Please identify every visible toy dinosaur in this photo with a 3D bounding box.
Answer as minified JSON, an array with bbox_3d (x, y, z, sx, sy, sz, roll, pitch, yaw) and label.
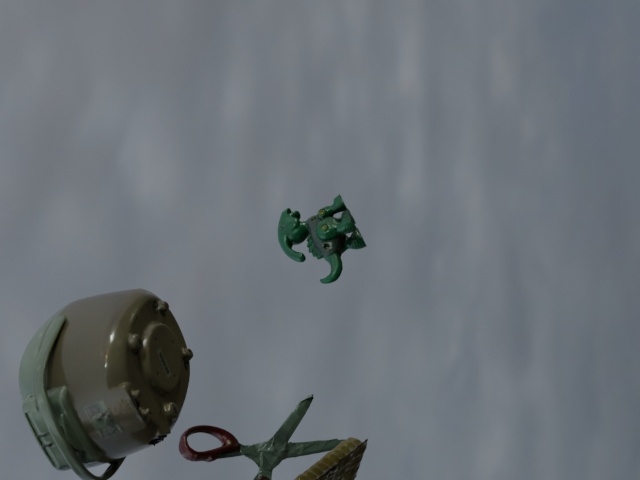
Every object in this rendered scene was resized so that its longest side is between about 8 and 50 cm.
[{"bbox_3d":[0.000,0.000,1.888,0.059,0.096,0.132,57,-171,-49],"label":"toy dinosaur"}]

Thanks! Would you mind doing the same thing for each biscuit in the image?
[{"bbox_3d":[-0.025,0.293,1.540,0.254,0.029,0.172,-19,-51,-69],"label":"biscuit"}]

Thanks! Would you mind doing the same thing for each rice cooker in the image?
[{"bbox_3d":[-0.195,0.126,1.443,0.206,0.127,0.145,-77,-36,-65],"label":"rice cooker"}]

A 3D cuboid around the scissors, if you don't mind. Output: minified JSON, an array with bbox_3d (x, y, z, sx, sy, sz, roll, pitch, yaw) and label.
[{"bbox_3d":[-0.055,0.252,1.887,0.247,0.144,0.017,-22,-23,-52],"label":"scissors"}]
